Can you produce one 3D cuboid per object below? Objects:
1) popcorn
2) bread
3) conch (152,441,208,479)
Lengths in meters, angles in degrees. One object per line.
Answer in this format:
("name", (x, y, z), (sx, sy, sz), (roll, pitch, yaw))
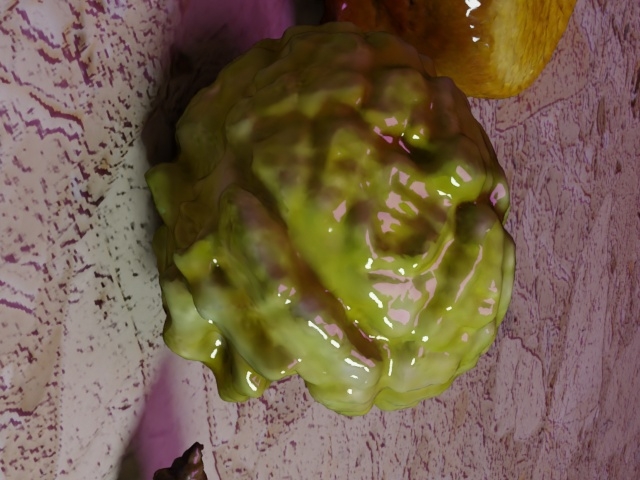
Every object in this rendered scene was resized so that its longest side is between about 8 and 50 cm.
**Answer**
("popcorn", (0.000, 0.000, 0.855), (0.212, 0.259, 0.259), (-27, 128, -36))
("bread", (0.102, -0.215, 0.996), (0.268, 0.145, 0.268), (-44, 144, -45))
("conch", (-0.107, 0.238, 0.907), (0.086, 0.080, 0.233), (21, 86, -55))
